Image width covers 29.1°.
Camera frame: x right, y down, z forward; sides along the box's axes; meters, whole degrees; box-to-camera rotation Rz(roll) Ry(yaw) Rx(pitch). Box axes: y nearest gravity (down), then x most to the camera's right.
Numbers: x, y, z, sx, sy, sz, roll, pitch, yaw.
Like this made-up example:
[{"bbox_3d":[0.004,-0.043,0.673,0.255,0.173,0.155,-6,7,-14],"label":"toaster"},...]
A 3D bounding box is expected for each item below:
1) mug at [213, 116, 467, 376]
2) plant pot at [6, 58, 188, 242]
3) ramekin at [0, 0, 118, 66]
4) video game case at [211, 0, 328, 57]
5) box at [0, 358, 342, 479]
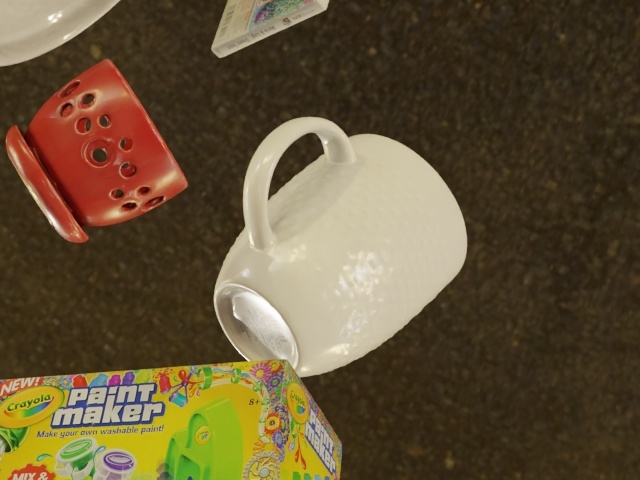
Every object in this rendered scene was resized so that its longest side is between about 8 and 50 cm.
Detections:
[{"bbox_3d":[0.000,0.000,1.790,0.276,0.328,0.374,12,130,42],"label":"mug"},{"bbox_3d":[-0.286,-0.105,1.541,0.191,0.174,0.191,57,172,12],"label":"plant pot"},{"bbox_3d":[-0.213,-0.239,0.911,0.109,0.207,0.207,48,134,6],"label":"ramekin"},{"bbox_3d":[-0.037,-0.266,1.246,0.143,0.157,0.019,-17,134,37],"label":"video game case"},{"bbox_3d":[-0.151,0.275,1.089,0.290,0.279,0.177,-6,143,17],"label":"box"}]
